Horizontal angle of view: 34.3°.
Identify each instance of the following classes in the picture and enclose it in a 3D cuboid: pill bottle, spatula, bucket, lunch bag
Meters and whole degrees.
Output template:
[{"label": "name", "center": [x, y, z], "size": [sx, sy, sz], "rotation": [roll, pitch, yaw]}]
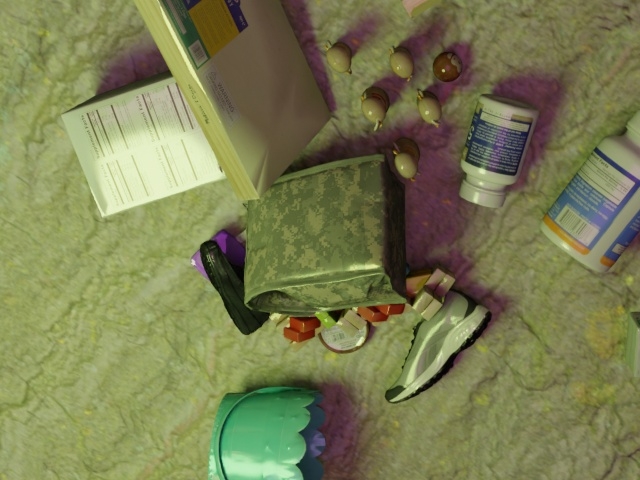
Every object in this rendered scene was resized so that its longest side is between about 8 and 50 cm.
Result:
[{"label": "pill bottle", "center": [0.313, -0.159, 1.859], "size": [0.112, 0.112, 0.187], "rotation": [15, 106, 0]}, {"label": "spatula", "center": [-0.118, -0.031, 1.974], "size": [0.296, 0.030, 0.084], "rotation": [-41, 103, 14]}, {"label": "bucket", "center": [-0.099, 0.415, 1.985], "size": [0.183, 0.281, 0.281], "rotation": [2, 106, 8]}, {"label": "pill bottle", "center": [0.526, -0.091, 1.841], "size": [0.152, 0.152, 0.272], "rotation": [33, 105, -5]}, {"label": "lunch bag", "center": [0.000, 0.000, 1.837], "size": [0.286, 0.169, 0.235], "rotation": [-8, 65, 17]}]

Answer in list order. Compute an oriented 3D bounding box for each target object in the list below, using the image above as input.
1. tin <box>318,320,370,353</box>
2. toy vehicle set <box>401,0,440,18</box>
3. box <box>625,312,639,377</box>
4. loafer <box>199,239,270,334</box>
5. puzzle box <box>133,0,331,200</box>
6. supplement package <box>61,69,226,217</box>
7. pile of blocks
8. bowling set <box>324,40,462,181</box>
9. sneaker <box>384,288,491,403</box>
[{"label": "tin", "center": [0.033, 0.129, 2.006], "size": [0.106, 0.040, 0.190], "rotation": [-17, 104, 5]}, {"label": "toy vehicle set", "center": [0.258, -0.464, 1.747], "size": [0.266, 0.166, 0.035], "rotation": [-30, 102, 12]}, {"label": "box", "center": [0.633, 0.197, 1.949], "size": [0.101, 0.087, 0.102], "rotation": [1, 105, 4]}, {"label": "loafer", "center": [-0.161, 0.081, 1.970], "size": [0.078, 0.076, 0.223], "rotation": [-33, 125, -12]}, {"label": "puzzle box", "center": [-0.138, -0.309, 1.737], "size": [0.052, 0.272, 0.409], "rotation": [-4, 123, 38]}, {"label": "supplement package", "center": [-0.280, -0.191, 1.852], "size": [0.262, 0.199, 0.198], "rotation": [-17, 105, 10]}, {"label": "pile of blocks", "center": [0.069, 0.105, 1.920], "size": [0.362, 0.113, 0.149], "rotation": [-16, 104, 8]}, {"label": "bowling set", "center": [0.150, -0.273, 1.817], "size": [0.200, 0.154, 0.287], "rotation": [-35, 101, 13]}, {"label": "sneaker", "center": [0.210, 0.206, 1.994], "size": [0.108, 0.100, 0.271], "rotation": [44, 110, 17]}]
